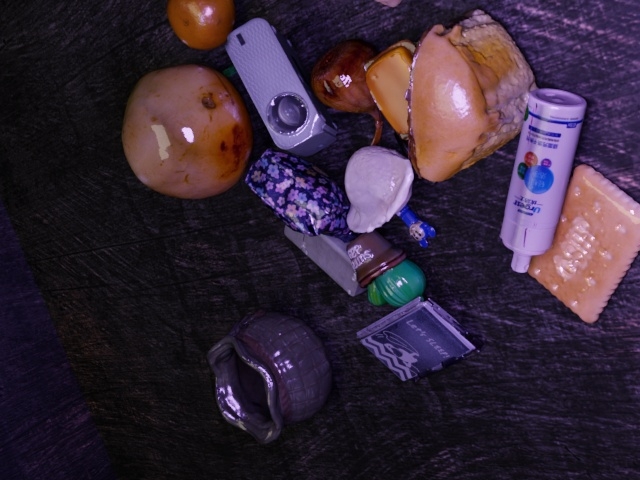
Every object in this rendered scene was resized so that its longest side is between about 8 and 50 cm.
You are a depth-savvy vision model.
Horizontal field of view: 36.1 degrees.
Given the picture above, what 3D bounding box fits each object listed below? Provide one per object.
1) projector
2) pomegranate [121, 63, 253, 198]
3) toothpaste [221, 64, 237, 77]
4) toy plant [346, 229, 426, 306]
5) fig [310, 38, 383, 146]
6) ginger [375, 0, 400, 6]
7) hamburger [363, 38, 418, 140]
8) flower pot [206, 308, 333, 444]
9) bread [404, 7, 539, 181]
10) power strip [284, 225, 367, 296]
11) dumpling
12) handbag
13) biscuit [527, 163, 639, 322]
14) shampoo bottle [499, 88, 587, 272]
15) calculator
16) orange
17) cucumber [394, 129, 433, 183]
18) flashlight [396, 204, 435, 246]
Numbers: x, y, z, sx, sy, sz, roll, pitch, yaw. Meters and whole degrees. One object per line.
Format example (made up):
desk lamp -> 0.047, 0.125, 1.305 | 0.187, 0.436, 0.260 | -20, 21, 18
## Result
projector -> -0.070, -0.293, 1.904 | 0.108, 0.198, 0.250 | -28, 85, 10
pomegranate -> -0.300, -0.230, 2.157 | 0.319, 0.319, 0.319 | 28, 131, 39
toothpaste -> -0.187, -0.376, 2.155 | 0.083, 0.017, 0.020 | -15, 102, 54
toy plant -> 0.133, 0.075, 1.957 | 0.200, 0.105, 0.143 | 54, 134, 4
fig -> 0.078, -0.270, 1.829 | 0.201, 0.134, 0.146 | 50, 179, -18
ginger -> 0.047, -0.536, 1.681 | 0.354, 0.126, 0.190 | 37, 141, 30
hamburger -> 0.162, -0.268, 1.725 | 0.137, 0.087, 0.166 | -24, 95, 39
flower pot -> -0.127, 0.310, 2.325 | 0.302, 0.213, 0.302 | 28, 130, 38
bread -> 0.236, -0.221, 1.574 | 0.162, 0.204, 0.262 | 24, 132, 45
power strip -> 0.000, 0.000, 2.118 | 0.288, 0.053, 0.093 | 43, 140, 27
dumpling -> 0.105, -0.092, 1.850 | 0.216, 0.126, 0.166 | 9, 83, 42
handbag -> -0.024, -0.084, 1.979 | 0.228, 0.208, 0.127 | 39, 101, 20
biscuit -> 0.434, 0.009, 1.608 | 0.160, 0.030, 0.250 | 44, 139, 25
shampoo bottle -> 0.349, -0.087, 1.578 | 0.092, 0.092, 0.303 | 31, 125, 37
calculator -> 0.192, 0.204, 1.977 | 0.166, 0.028, 0.274 | 42, 145, -9
orange -> -0.249, -0.483, 2.081 | 0.156, 0.124, 0.156 | 20, 133, 23
cucumber -> 0.175, -0.159, 1.825 | 0.135, 0.034, 0.033 | 48, 146, 21
flashlight -> 0.171, -0.042, 1.897 | 0.121, 0.035, 0.057 | 50, 142, 18
